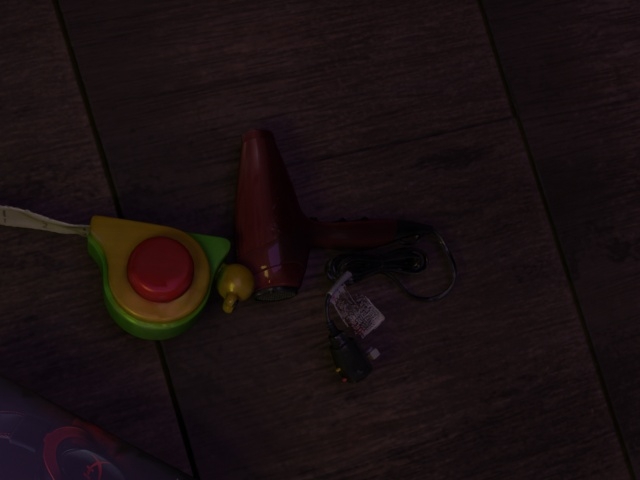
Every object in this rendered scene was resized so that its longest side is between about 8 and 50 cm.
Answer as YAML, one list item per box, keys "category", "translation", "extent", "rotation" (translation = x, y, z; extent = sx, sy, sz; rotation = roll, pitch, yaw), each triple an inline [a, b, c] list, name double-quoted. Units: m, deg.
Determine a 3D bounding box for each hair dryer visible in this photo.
- category: "hair dryer"
  translation: [0.000, 0.000, 1.595]
  extent: [0.293, 0.080, 0.223]
  rotation: [50, 53, -8]

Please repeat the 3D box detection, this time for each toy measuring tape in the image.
- category: "toy measuring tape"
  translation: [-0.233, 0.037, 1.482]
  extent: [0.330, 0.121, 0.121]
  rotation: [9, 75, -7]

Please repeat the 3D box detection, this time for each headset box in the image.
- category: "headset box"
  translation: [-0.301, 0.261, 1.368]
  extent: [0.293, 0.110, 0.218]
  rotation: [31, 71, -10]
